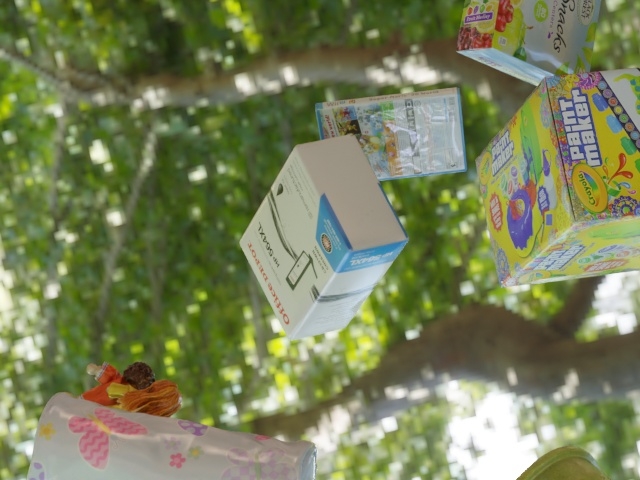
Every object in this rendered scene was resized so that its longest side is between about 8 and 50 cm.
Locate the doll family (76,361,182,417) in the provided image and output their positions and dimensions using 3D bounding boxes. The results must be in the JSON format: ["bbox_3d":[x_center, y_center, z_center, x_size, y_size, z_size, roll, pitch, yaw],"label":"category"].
[{"bbox_3d":[-0.200,0.259,1.880,0.163,0.263,0.118,-31,-174,-3],"label":"doll family"}]

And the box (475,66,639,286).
[{"bbox_3d":[0.366,-0.077,1.901,0.279,0.177,0.290,-6,166,-12],"label":"box"}]

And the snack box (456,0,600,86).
[{"bbox_3d":[0.265,-0.306,1.966,0.174,0.207,0.070,18,170,-38],"label":"snack box"}]

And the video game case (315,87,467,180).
[{"bbox_3d":[0.084,-0.120,1.869,0.166,0.119,0.015,-6,-137,5],"label":"video game case"}]

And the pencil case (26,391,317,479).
[{"bbox_3d":[-0.138,0.219,1.511,0.273,0.113,0.124,10,-144,5],"label":"pencil case"}]

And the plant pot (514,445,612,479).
[{"bbox_3d":[0.361,0.428,1.964,0.254,0.276,0.276,24,-152,38],"label":"plant pot"}]

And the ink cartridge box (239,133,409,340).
[{"bbox_3d":[0.000,0.000,1.827,0.086,0.148,0.203,-13,153,-31],"label":"ink cartridge box"}]
